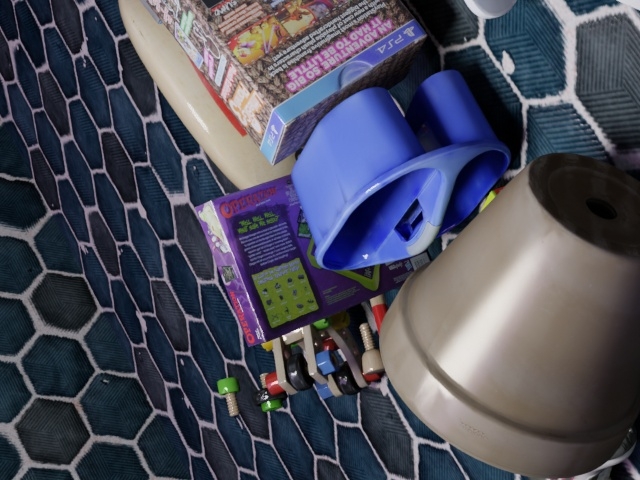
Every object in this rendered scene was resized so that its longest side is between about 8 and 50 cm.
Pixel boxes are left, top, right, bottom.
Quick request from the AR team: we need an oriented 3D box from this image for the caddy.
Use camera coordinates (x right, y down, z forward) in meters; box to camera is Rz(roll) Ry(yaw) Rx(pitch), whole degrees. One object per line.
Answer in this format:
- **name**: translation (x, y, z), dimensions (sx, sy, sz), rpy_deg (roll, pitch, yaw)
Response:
- **caddy**: translation (0.106, -0.071, 1.925), dimensions (0.179, 0.241, 0.341), rpy_deg (66, 155, 18)

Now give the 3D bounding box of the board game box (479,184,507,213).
- **board game box**: translation (0.238, -0.011, 1.875), dimensions (0.043, 0.092, 0.181), rpy_deg (57, 152, 22)

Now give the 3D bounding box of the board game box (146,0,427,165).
- **board game box**: translation (-0.049, -0.291, 1.900), dimensions (0.291, 0.232, 0.141), rpy_deg (53, 162, 9)

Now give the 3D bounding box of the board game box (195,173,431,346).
- **board game box**: translation (0.000, 0.000, 2.062), dimensions (0.056, 0.347, 0.208), rpy_deg (-15, 93, 49)

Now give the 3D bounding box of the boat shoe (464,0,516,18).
- **boat shoe**: translation (0.173, -0.386, 1.743), dimensions (0.084, 0.095, 0.258), rpy_deg (163, 97, -69)

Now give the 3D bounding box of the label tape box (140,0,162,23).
- **label tape box**: translation (-0.164, -0.423, 2.187), dimensions (0.333, 0.241, 0.106), rpy_deg (52, 150, 32)

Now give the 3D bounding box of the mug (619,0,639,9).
- **mug**: translation (0.303, -0.358, 1.138), dimensions (0.276, 0.374, 0.328), rpy_deg (45, 151, 21)

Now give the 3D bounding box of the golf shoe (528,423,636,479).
- **golf shoe**: translation (0.349, 0.282, 1.899), dimensions (0.120, 0.105, 0.273), rpy_deg (53, 160, -2)

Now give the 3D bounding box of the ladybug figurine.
- **ladybug figurine**: translation (-0.150, -0.262, 2.293), dimensions (0.449, 0.162, 0.305), rpy_deg (55, -170, 4)

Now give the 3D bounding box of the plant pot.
- **plant pot**: translation (0.263, 0.064, 1.681), dimensions (0.323, 0.323, 0.280), rpy_deg (51, 134, 33)

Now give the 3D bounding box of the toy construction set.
- **toy construction set**: translation (0.006, 0.121, 2.333), dimensions (0.309, 0.257, 0.237), rpy_deg (-28, 71, 44)
